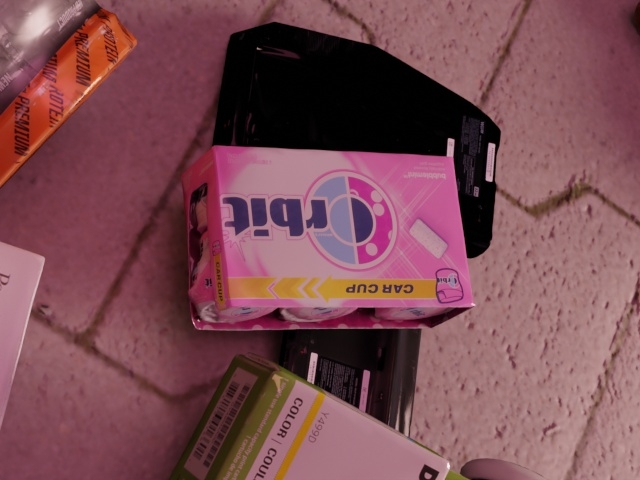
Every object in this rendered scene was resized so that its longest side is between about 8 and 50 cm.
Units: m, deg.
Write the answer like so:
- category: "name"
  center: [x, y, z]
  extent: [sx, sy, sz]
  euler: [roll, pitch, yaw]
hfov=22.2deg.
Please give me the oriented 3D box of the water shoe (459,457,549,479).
- category: "water shoe"
  center: [0.163, 0.237, 1.126]
  extent: [0.203, 0.073, 0.080]
  euler: [45, 62, -7]

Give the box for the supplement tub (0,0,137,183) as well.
- category: "supplement tub"
  center: [-0.273, -0.173, 0.964]
  extent: [0.316, 0.193, 0.193]
  euler: [44, 59, -7]

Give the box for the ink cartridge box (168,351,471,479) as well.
- category: "ink cartridge box"
  center: [0.024, 0.211, 1.015]
  extent: [0.255, 0.097, 0.189]
  euler: [29, 84, -16]

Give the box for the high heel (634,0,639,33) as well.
- category: "high heel"
  center: [0.437, -0.102, 1.341]
  extent: [0.181, 0.127, 0.377]
  euler: [-36, 88, -21]

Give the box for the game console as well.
- category: "game console"
  center: [0.014, 0.027, 1.137]
  extent: [0.213, 0.044, 0.361]
  euler: [16, 66, -20]

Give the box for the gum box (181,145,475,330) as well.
- category: "gum box"
  center: [0.000, 0.000, 1.077]
  extent: [0.188, 0.062, 0.107]
  euler: [1, 73, -26]

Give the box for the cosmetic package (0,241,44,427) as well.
- category: "cosmetic package"
  center: [-0.337, 0.143, 0.886]
  extent: [0.284, 0.097, 0.377]
  euler: [21, 65, -23]
